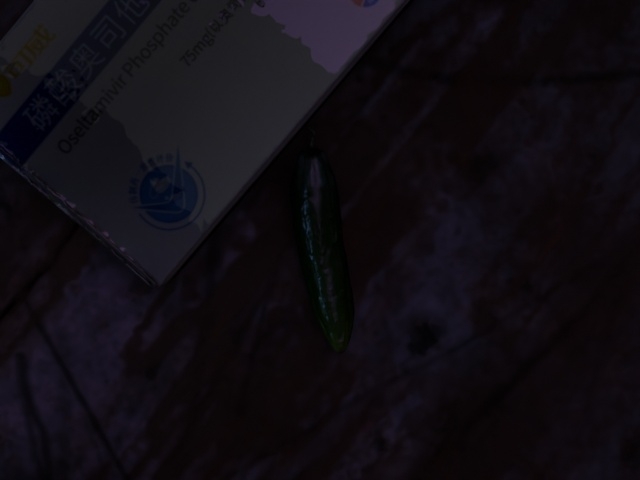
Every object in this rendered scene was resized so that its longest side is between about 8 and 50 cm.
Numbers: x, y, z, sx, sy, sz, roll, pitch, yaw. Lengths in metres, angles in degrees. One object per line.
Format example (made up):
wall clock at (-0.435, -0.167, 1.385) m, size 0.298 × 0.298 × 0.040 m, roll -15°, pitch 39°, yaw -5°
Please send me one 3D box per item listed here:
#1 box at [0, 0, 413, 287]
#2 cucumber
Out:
box at (-0.074, -0.158, 0.994) m, size 0.200 × 0.065 × 0.343 m, roll 41°, pitch 96°, yaw -3°
cucumber at (0.000, 0.000, 1.041) m, size 0.039 × 0.039 × 0.168 m, roll -11°, pitch 97°, yaw -8°
